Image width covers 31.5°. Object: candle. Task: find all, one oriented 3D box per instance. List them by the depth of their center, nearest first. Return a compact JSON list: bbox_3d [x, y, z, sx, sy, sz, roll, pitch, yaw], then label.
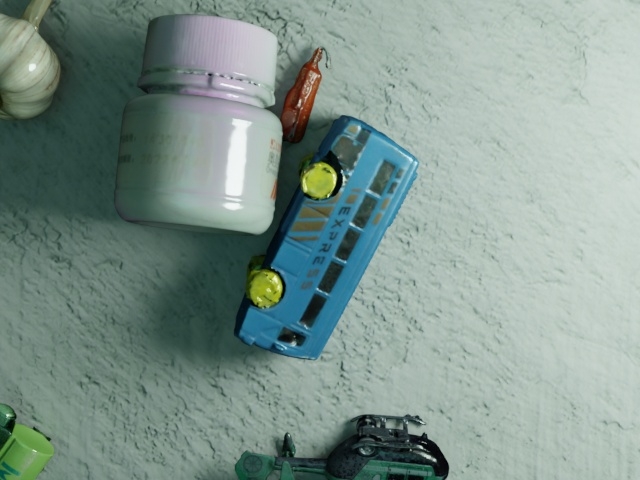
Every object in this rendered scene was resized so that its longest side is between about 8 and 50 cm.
[{"bbox_3d":[-0.026,-0.229,1.783,0.053,0.048,0.162,17,96,-28],"label":"candle"}]

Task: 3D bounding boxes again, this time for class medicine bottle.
[{"bbox_3d":[-0.177,-0.167,1.703,0.241,0.241,0.302,6,87,3],"label":"medicine bottle"}]

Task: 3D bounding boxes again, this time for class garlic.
[{"bbox_3d":[-0.481,-0.313,1.774,0.199,0.199,0.226,22,64,1],"label":"garlic"}]

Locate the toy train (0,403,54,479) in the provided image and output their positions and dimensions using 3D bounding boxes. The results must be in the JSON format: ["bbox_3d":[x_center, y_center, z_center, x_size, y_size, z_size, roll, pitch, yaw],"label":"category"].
[{"bbox_3d":[-0.547,0.391,1.864,0.157,0.105,0.253,34,99,-14],"label":"toy train"}]

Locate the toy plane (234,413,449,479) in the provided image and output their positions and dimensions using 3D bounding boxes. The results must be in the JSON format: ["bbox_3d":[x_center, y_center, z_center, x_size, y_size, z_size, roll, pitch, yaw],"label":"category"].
[{"bbox_3d":[0.053,0.367,1.820,0.381,0.106,0.155,4,108,-2],"label":"toy plane"}]

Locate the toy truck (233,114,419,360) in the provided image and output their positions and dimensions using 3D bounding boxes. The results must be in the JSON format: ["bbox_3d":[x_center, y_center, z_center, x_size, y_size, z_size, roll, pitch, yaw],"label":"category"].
[{"bbox_3d":[0.000,0.000,1.753,0.162,0.161,0.385,27,96,-8],"label":"toy truck"}]
